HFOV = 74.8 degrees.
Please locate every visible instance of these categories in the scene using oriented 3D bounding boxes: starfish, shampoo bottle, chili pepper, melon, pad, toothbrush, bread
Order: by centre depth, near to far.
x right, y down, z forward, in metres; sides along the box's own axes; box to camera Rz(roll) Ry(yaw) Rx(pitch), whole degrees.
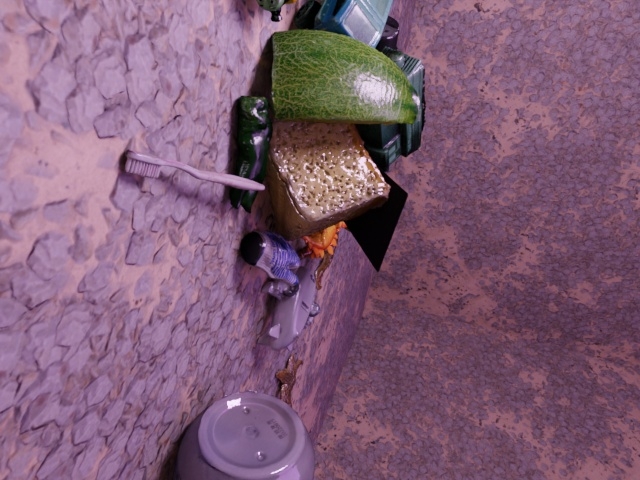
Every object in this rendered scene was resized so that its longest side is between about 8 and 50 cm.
[{"bbox_3d":[-0.172,-0.095,0.644,0.307,0.025,0.030,1,110,-65],"label":"toothbrush"},{"bbox_3d":[-0.129,-0.154,0.787,0.098,0.060,0.225,-42,141,-67],"label":"chili pepper"},{"bbox_3d":[0.061,-0.304,0.830,0.124,0.322,0.197,127,-35,-72],"label":"melon"},{"bbox_3d":[-0.154,0.473,0.835,0.273,0.272,0.267,-45,152,-65],"label":"shampoo bottle"},{"bbox_3d":[-0.020,-0.146,0.994,0.315,0.248,0.279,-5,-70,66],"label":"bread"},{"bbox_3d":[0.122,-0.085,1.048,0.300,0.005,0.203,-118,-139,-57],"label":"pad"},{"bbox_3d":[0.015,-0.015,1.432,0.327,0.094,0.376,10,89,-74],"label":"starfish"},{"bbox_3d":[-0.113,0.521,1.524,0.295,0.047,0.232,26,68,-78],"label":"starfish"}]

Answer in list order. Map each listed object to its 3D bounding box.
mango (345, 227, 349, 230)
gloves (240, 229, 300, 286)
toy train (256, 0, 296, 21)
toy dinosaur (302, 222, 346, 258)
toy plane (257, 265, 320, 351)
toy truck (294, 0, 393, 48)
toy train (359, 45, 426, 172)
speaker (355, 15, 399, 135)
[{"bbox_3d":[0.115,-0.148,1.510,0.175,0.142,0.294,96,-14,-46],"label":"mango"},{"bbox_3d":[-0.105,0.042,0.972,0.229,0.097,0.119,56,12,-69],"label":"gloves"},{"bbox_3d":[-0.044,-0.493,0.720,0.161,0.100,0.296,92,18,-45],"label":"toy train"},{"bbox_3d":[0.000,0.000,1.276,0.288,0.070,0.117,-24,116,-49],"label":"toy dinosaur"},{"bbox_3d":[-0.085,0.186,1.169,0.252,0.118,0.253,-10,102,-59],"label":"toy plane"},{"bbox_3d":[0.063,-0.509,0.914,0.155,0.156,0.279,35,64,-38],"label":"toy truck"},{"bbox_3d":[0.184,-0.335,1.129,0.178,0.138,0.330,-44,149,-16],"label":"toy train"},{"bbox_3d":[0.108,-0.453,1.211,0.198,0.258,0.330,61,-10,25],"label":"speaker"}]
